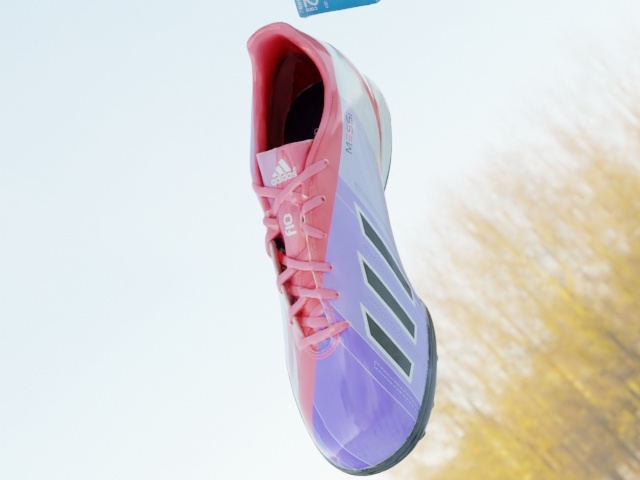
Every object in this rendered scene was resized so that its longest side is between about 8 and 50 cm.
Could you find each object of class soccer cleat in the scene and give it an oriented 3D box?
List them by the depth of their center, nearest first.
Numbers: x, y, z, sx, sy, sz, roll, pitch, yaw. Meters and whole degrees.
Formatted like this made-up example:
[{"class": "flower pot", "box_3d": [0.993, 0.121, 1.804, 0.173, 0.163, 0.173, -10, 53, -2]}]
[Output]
[{"class": "soccer cleat", "box_3d": [0.000, 0.000, 1.014, 0.109, 0.318, 0.116, -20, -34, 23]}]

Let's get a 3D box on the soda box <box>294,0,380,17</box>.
[{"class": "soda box", "box_3d": [-0.003, -0.270, 1.083, 0.067, 0.210, 0.071, -7, 22, 30]}]
